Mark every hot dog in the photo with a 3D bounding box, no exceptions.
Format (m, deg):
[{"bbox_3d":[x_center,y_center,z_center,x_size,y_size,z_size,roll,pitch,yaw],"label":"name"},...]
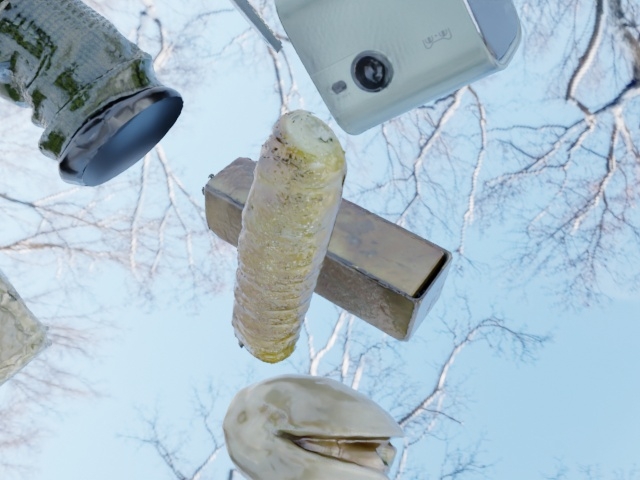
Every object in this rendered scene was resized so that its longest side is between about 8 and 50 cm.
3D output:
[{"bbox_3d":[-0.037,0.015,0.585,0.083,0.068,0.289,55,-32,31],"label":"hot dog"}]

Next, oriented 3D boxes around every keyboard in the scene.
[{"bbox_3d":[-0.105,-0.278,0.739,0.014,0.176,0.055,-43,-151,1],"label":"keyboard"}]

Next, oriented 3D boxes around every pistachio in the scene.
[{"bbox_3d":[-0.005,0.218,0.747,0.144,0.215,0.143,-40,-142,41],"label":"pistachio"}]

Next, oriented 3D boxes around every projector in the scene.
[{"bbox_3d":[0.040,-0.110,0.328,0.082,0.083,0.083,-20,-161,34],"label":"projector"}]

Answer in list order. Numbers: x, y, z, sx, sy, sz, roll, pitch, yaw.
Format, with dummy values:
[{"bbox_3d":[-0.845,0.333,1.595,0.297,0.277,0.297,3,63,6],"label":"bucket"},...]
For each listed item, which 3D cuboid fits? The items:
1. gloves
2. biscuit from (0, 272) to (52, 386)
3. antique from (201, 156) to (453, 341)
[{"bbox_3d":[-0.185,-0.132,0.325,0.107,0.268,0.135,-58,-177,-16],"label":"gloves"},{"bbox_3d":[-0.255,0.078,0.307,0.239,0.108,0.062,-39,-170,-32],"label":"biscuit"},{"bbox_3d":[0.000,0.000,0.838,0.310,0.087,0.093,28,-130,19],"label":"antique"}]
